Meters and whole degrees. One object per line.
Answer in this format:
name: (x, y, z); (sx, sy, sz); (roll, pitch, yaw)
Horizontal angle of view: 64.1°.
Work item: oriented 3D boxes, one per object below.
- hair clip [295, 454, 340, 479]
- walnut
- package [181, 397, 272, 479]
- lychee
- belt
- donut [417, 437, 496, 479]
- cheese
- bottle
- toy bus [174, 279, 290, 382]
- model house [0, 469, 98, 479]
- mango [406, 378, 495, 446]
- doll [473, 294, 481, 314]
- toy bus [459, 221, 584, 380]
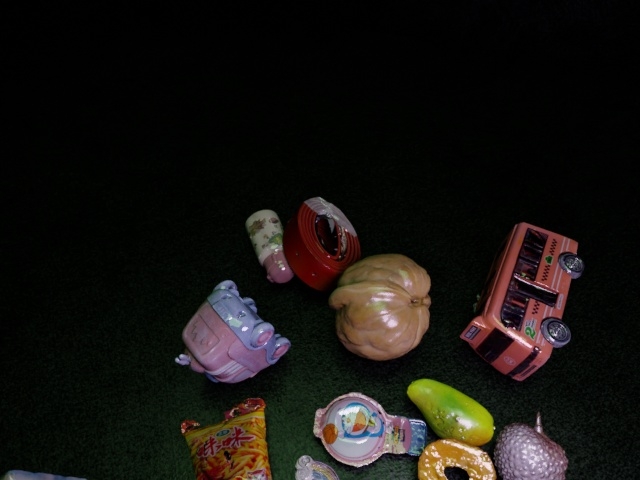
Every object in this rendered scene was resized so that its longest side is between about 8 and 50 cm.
hair clip: (-0.007, 0.603, 1.229); (0.116, 0.049, 0.172); (12, 43, -6)
walnut: (0.162, 0.184, 1.420); (0.286, 0.285, 0.295); (2, 71, 2)
package: (-0.222, 0.545, 1.240); (0.224, 0.108, 0.288); (-14, 45, -4)
lychee: (0.500, 0.509, 1.214); (0.165, 0.165, 0.197); (26, 90, 20)
belt: (0.000, 0.000, 1.608); (0.228, 0.115, 0.323); (14, 43, -30)
donut: (0.322, 0.555, 1.217); (0.179, 0.065, 0.162); (24, 82, 19)
cheese: (0.125, 0.483, 1.301); (0.286, 0.074, 0.188); (8, 53, 6)
bottle: (-0.153, 0.024, 1.647); (0.121, 0.120, 0.253); (-18, 54, -13)
toy bus: (-0.242, 0.269, 1.365); (0.232, 0.294, 0.197); (-43, 62, -8)
model house: (-0.486, 0.696, 0.974); (0.400, 0.395, 0.444); (-6, 64, 46)
mango: (0.327, 0.442, 1.308); (0.233, 0.111, 0.125); (26, 50, 18)
doll: (0.487, 0.202, 1.545); (0.057, 0.039, 0.114); (45, 56, 4)
toy bus: (0.576, 0.162, 1.452); (0.233, 0.203, 0.426); (26, 55, 11)
